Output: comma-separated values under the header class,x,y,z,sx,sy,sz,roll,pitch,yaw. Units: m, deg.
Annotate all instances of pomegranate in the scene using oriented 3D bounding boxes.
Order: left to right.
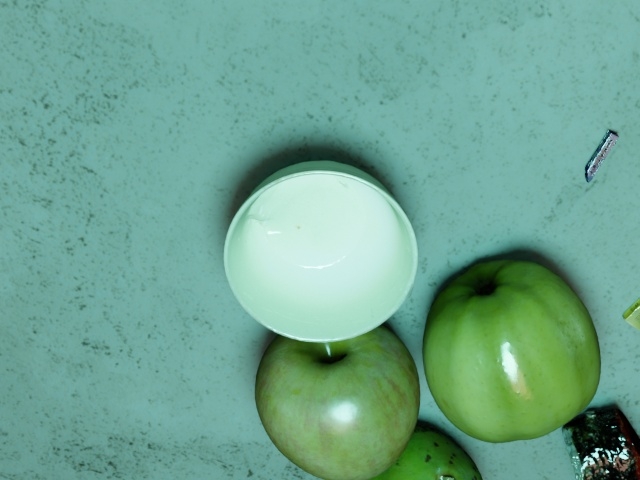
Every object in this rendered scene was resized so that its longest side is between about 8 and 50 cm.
class,x,y,z,sx,sy,sz,roll,pitch,yaw
pomegranate,0.140,0.438,1.546,0.254,0.254,0.270,37,140,-17

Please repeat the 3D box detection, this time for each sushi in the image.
class,x,y,z,sx,sy,sz,roll,pitch,yaw
sushi,0.494,0.389,1.572,0.126,0.136,0.225,-28,121,17

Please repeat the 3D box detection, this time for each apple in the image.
class,x,y,z,sx,sy,sz,roll,pitch,yaw
apple,0.028,0.245,1.435,0.257,0.257,0.234,-6,130,3
apple,0.283,0.171,1.412,0.279,0.279,0.279,0,117,0

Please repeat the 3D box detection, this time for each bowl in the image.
class,x,y,z,sx,sy,sz,roll,pitch,yaw
bowl,0.000,0.000,1.366,0.277,0.145,0.277,-1,117,-2

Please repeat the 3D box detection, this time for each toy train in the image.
class,x,y,z,sx,sy,sz,roll,pitch,yaw
toy train,0.411,-0.123,1.372,0.017,0.017,0.083,23,115,-9

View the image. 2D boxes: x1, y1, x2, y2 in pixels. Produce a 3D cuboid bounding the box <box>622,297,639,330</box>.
class,x,y,z,sx,sy,sz,roll,pitch,yaw
box,0.559,0.091,1.481,0.073,0.020,0.149,35,112,-15
